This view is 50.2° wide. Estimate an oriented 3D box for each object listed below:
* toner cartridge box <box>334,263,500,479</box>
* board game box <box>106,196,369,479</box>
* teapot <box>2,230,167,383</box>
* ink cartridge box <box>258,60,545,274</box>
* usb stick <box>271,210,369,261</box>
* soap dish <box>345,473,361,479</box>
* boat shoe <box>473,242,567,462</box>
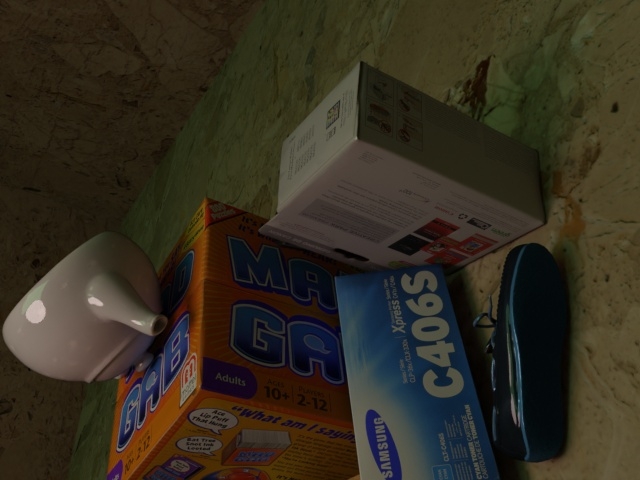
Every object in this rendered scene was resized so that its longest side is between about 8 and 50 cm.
[{"bbox_3d":[0.118,0.192,0.922,0.075,0.165,0.348,80,-178,-47],"label":"toner cartridge box"},{"bbox_3d":[-0.106,0.219,1.129,0.356,0.356,0.357,-50,32,35],"label":"board game box"},{"bbox_3d":[-0.327,0.125,1.023,0.252,0.187,0.256,-44,4,10],"label":"teapot"},{"bbox_3d":[0.105,-0.070,0.973,0.272,0.309,0.130,-37,41,49],"label":"ink cartridge box"},{"bbox_3d":[0.033,-0.009,1.114,0.045,0.277,0.077,22,98,46],"label":"usb stick"},{"bbox_3d":[0.023,0.503,0.949,0.229,0.118,0.291,-44,35,42],"label":"soap dish"},{"bbox_3d":[0.231,0.129,0.823,0.089,0.108,0.259,-27,46,59],"label":"boat shoe"}]
